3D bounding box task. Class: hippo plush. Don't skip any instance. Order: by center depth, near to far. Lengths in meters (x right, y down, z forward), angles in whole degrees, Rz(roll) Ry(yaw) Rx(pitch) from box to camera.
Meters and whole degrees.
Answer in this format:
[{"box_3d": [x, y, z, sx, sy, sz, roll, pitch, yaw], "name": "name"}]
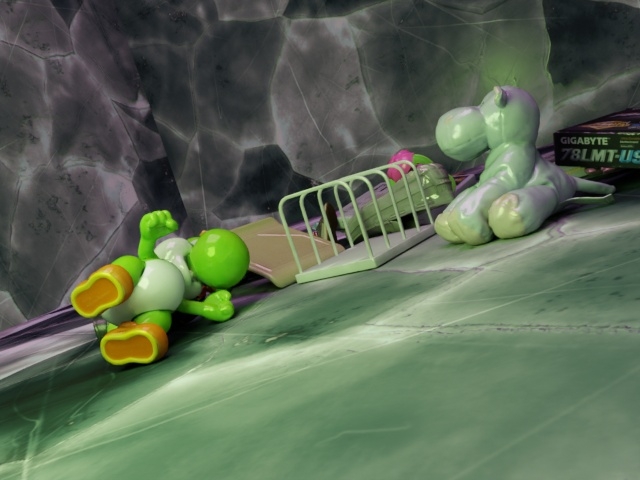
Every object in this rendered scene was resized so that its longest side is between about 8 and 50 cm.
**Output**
[{"box_3d": [0.307, -0.137, 1.075, 0.294, 0.236, 0.234, -16, 5, 28], "name": "hippo plush"}]

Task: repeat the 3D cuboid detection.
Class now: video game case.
[{"box_3d": [0.224, -0.106, 1.731, 0.300, 0.036, 0.329, -2, 20, 34], "name": "video game case"}]

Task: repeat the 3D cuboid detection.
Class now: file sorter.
[{"box_3d": [0.081, -0.048, 1.301, 0.193, 0.173, 0.278, -14, 6, 38], "name": "file sorter"}]

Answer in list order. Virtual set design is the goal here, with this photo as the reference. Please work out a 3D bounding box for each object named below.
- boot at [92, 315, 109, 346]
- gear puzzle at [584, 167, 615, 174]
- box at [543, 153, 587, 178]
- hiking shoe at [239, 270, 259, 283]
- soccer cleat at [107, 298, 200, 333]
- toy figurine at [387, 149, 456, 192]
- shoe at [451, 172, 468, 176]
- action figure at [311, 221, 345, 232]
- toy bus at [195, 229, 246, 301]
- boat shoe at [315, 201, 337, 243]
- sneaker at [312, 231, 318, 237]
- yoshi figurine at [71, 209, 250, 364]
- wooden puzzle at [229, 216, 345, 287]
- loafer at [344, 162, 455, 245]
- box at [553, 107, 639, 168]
[{"box_3d": [-0.373, 0.154, 1.351, 0.161, 0.083, 0.246, -14, 12, -7], "name": "boot"}, {"box_3d": [0.715, -0.221, 1.364, 0.339, 0.044, 0.175, -14, 23, 11], "name": "gear puzzle"}, {"box_3d": [0.592, -0.181, 1.580, 0.183, 0.056, 0.231, -19, 5, 3], "name": "box"}, {"box_3d": [-0.195, 0.076, 1.571, 0.227, 0.086, 0.114, -22, 16, 33], "name": "hiking shoe"}, {"box_3d": [-0.306, 0.155, 1.191, 0.179, 0.060, 0.072, -16, 27, -8], "name": "soccer cleat"}, {"box_3d": [0.226, -0.154, 1.521, 0.173, 0.130, 0.159, 19, 0, 21], "name": "toy figurine"}, {"box_3d": [0.369, -0.147, 1.903, 0.219, 0.076, 0.058, -24, 14, -33], "name": "shoe"}, {"box_3d": [0.109, -0.043, 1.783, 0.232, 0.063, 0.137, -8, 8, 33], "name": "action figure"}, {"box_3d": [-0.266, 0.081, 1.478, 0.202, 0.191, 0.104, -20, -34, 5], "name": "toy bus"}, {"box_3d": [0.011, -0.030, 1.632, 0.049, 0.056, 0.152, -24, 46, 29], "name": "boat shoe"}, {"box_3d": [0.000, 0.000, 1.735, 0.047, 0.057, 0.119, -18, 3, 29], "name": "sneaker"}, {"box_3d": [-0.235, 0.059, 1.093, 0.203, 0.203, 0.362, 23, 20, 6], "name": "yoshi figurine"}, {"box_3d": [-0.099, 0.026, 1.406, 0.239, 0.044, 0.221, 24, 32, 36], "name": "wooden puzzle"}, {"box_3d": [0.174, -0.058, 1.468, 0.112, 0.111, 0.319, -13, -17, -41], "name": "loafer"}, {"box_3d": [0.628, -0.192, 1.152, 0.293, 0.073, 0.295, -22, 21, -35], "name": "box"}]
